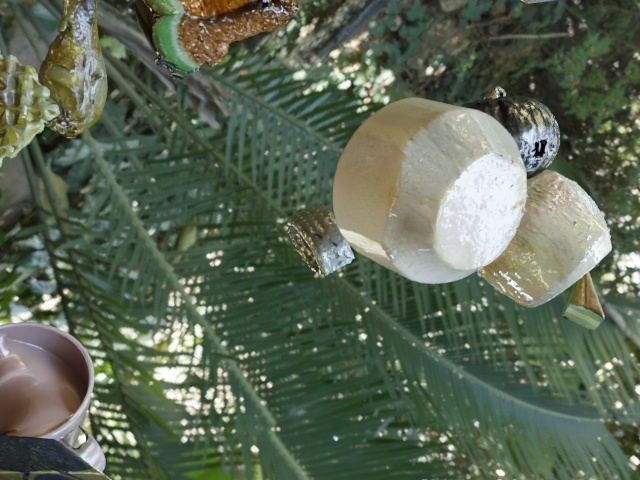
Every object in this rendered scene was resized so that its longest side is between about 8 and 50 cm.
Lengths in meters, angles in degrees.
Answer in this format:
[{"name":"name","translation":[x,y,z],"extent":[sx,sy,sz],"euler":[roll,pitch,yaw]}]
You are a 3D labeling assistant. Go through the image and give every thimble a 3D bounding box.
[{"name":"thimble","translation":[0.000,0.000,0.917],"extent":[0.062,0.110,0.084],"euler":[-31,155,-16]}]

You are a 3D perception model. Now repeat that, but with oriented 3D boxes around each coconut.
[{"name":"coconut","translation":[0.467,-0.016,1.346],"extent":[0.297,0.254,0.297],"euler":[-39,171,-8]},{"name":"coconut","translation":[0.133,-0.066,0.770],"extent":[0.241,0.241,0.241],"euler":[-45,-178,2]}]

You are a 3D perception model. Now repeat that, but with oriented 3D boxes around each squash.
[{"name":"squash","translation":[0.274,-0.152,0.953],"extent":[0.193,0.155,0.193],"euler":[-31,-177,2]}]

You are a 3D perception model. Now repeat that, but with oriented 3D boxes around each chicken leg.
[{"name":"chicken leg","translation":[-0.548,-0.433,1.358],"extent":[0.201,0.153,0.428],"euler":[-95,-160,-68]}]

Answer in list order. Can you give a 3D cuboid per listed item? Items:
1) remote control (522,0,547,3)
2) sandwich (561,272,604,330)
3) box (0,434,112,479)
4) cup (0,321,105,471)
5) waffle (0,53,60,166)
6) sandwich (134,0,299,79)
[{"name":"remote control","translation":[0.376,-0.496,0.907],"extent":[0.110,0.055,0.312],"euler":[5,-104,36]},{"name":"sandwich","translation":[0.584,0.122,1.319],"extent":[0.116,0.074,0.074],"euler":[-58,161,-26]},{"name":"box","translation":[-0.193,0.230,0.455],"extent":[0.071,0.259,0.168],"euler":[-64,151,-9]},{"name":"cup","translation":[-0.423,0.274,0.899],"extent":[0.191,0.253,0.200],"euler":[-45,167,-46]},{"name":"waffle","translation":[-0.649,-0.267,1.193],"extent":[0.223,0.204,0.054],"euler":[-44,180,-5]},{"name":"sandwich","translation":[-0.183,-0.430,1.089],"extent":[0.301,0.161,0.250],"euler":[-17,176,2]}]
